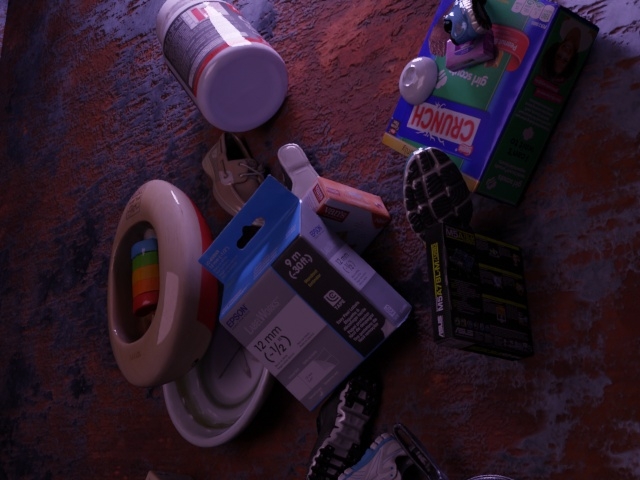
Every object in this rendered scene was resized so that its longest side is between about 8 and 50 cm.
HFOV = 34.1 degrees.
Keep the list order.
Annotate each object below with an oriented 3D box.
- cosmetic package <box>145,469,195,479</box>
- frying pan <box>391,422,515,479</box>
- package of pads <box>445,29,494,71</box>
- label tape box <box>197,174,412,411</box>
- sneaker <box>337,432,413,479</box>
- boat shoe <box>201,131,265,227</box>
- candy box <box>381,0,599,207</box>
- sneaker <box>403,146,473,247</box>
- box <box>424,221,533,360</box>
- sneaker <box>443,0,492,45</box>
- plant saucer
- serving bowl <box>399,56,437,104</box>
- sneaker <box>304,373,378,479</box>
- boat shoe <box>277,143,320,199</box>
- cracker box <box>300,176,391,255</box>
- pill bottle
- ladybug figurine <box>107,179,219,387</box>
[{"bbox_3d":[-0.263,0.607,2.114,0.309,0.113,0.160,24,95,52],"label":"cosmetic package"},{"bbox_3d":[0.231,0.392,1.572,0.197,0.053,0.326,-29,65,22],"label":"frying pan"},{"bbox_3d":[0.237,-0.304,1.660,0.083,0.032,0.050,-14,66,47],"label":"package of pads"},{"bbox_3d":[-0.050,0.094,1.855,0.347,0.115,0.249,43,118,0],"label":"label tape box"},{"bbox_3d":[0.090,0.398,1.721,0.082,0.071,0.191,16,50,41],"label":"sneaker"},{"bbox_3d":[-0.172,-0.135,2.254,0.098,0.109,0.302,-59,35,21],"label":"boat shoe"},{"bbox_3d":[0.270,-0.251,1.727,0.268,0.122,0.317,35,107,50],"label":"candy box"},{"bbox_3d":[0.184,-0.038,1.676,0.107,0.275,0.110,-25,38,-5],"label":"sneaker"},{"bbox_3d":[0.243,0.080,1.596,0.045,0.190,0.184,-27,59,43],"label":"box"},{"bbox_3d":[0.219,-0.364,1.649,0.073,0.063,0.162,-37,29,27],"label":"sneaker"},{"bbox_3d":[-0.183,0.228,2.150,0.400,0.100,0.401,-21,62,46],"label":"plant saucer"},{"bbox_3d":[0.159,-0.271,1.754,0.083,0.027,0.083,-26,56,47],"label":"serving bowl"},{"bbox_3d":[0.027,0.349,1.855,0.234,0.078,0.106,-67,17,-15],"label":"sneaker"},{"bbox_3d":[-0.032,-0.103,2.122,0.065,0.075,0.206,82,167,-57],"label":"boat shoe"},{"bbox_3d":[0.000,0.000,1.951,0.232,0.155,0.067,-52,42,28],"label":"cracker box"},{"bbox_3d":[-0.232,-0.413,2.333,0.210,0.210,0.363,-59,41,20],"label":"pill bottle"},{"bbox_3d":[-0.316,0.085,2.150,0.305,0.161,0.450,-26,60,45],"label":"ladybug figurine"}]
